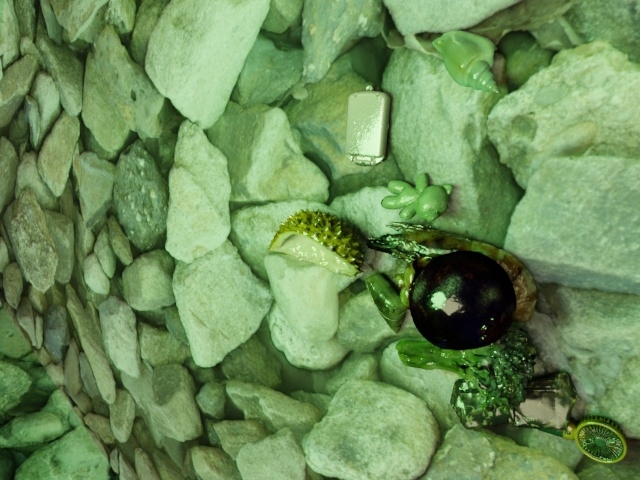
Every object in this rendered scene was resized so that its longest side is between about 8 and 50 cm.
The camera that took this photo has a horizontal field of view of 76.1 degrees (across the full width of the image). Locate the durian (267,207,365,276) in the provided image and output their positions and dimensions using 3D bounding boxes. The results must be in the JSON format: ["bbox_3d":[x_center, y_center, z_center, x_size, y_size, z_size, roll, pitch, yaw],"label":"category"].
[{"bbox_3d":[0.007,-0.004,0.959,0.250,0.138,0.183,24,146,24],"label":"durian"}]

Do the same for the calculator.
[{"bbox_3d":[0.103,-0.253,0.912,0.100,0.032,0.175,12,107,29],"label":"calculator"}]

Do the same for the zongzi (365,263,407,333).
[{"bbox_3d":[0.142,0.139,0.980,0.154,0.062,0.130,49,159,34],"label":"zongzi"}]

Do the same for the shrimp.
[{"bbox_3d":[0.260,0.093,0.878,0.365,0.071,0.233,16,115,23],"label":"shrimp"}]

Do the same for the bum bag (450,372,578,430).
[{"bbox_3d":[0.390,0.333,0.842,0.248,0.069,0.102,-19,47,35],"label":"bum bag"}]

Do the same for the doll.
[{"bbox_3d":[0.204,-0.087,0.874,0.150,0.077,0.115,21,74,38],"label":"doll"}]

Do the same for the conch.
[{"bbox_3d":[0.280,-0.334,0.760,0.088,0.065,0.180,-48,66,33],"label":"conch"}]

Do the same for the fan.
[{"bbox_3d":[0.504,0.371,0.801,0.155,0.039,0.082,6,105,36],"label":"fan"}]

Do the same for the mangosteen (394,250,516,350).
[{"bbox_3d":[0.238,0.099,0.757,0.230,0.194,0.194,33,120,51],"label":"mangosteen"}]

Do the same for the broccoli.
[{"bbox_3d":[0.284,0.249,0.855,0.304,0.145,0.165,-9,53,50],"label":"broccoli"}]
